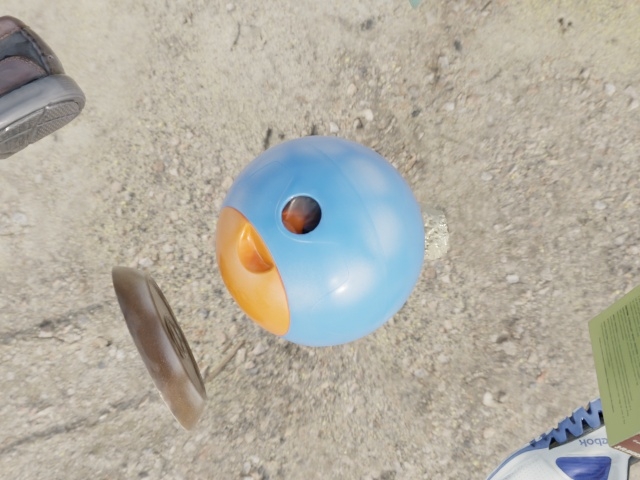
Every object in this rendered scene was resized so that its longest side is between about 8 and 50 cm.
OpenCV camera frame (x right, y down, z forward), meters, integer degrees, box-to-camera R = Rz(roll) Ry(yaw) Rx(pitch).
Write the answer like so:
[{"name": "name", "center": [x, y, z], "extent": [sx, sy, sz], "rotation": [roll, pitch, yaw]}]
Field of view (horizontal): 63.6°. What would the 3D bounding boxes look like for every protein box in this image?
[{"name": "protein box", "center": [0.471, 0.153, 0.643], "extent": [0.135, 0.201, 0.200], "rotation": [22, 46, -4]}]

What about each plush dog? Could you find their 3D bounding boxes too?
[{"name": "plush dog", "center": [0.100, -0.002, 1.049], "extent": [0.210, 0.225, 0.262], "rotation": [-9, 40, -30]}]

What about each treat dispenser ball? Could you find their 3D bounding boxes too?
[{"name": "treat dispenser ball", "center": [0.000, 0.000, 0.719], "extent": [0.288, 0.288, 0.288], "rotation": [0, 85, 1]}]

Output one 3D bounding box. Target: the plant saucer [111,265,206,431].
[{"name": "plant saucer", "center": [-0.269, 0.175, 0.895], "extent": [0.050, 0.310, 0.311], "rotation": [-26, 85, -12]}]

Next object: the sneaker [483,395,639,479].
[{"name": "sneaker", "center": [0.451, 0.444, 0.934], "extent": [0.315, 0.127, 0.182], "rotation": [-38, 52, 2]}]

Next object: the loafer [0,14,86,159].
[{"name": "loafer", "center": [-0.353, -0.083, 0.420], "extent": [0.302, 0.109, 0.095], "rotation": [-34, 97, -19]}]

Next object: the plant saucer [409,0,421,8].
[{"name": "plant saucer", "center": [0.059, -0.220, 0.345], "extent": [0.021, 0.119, 0.119], "rotation": [-10, 85, 20]}]
